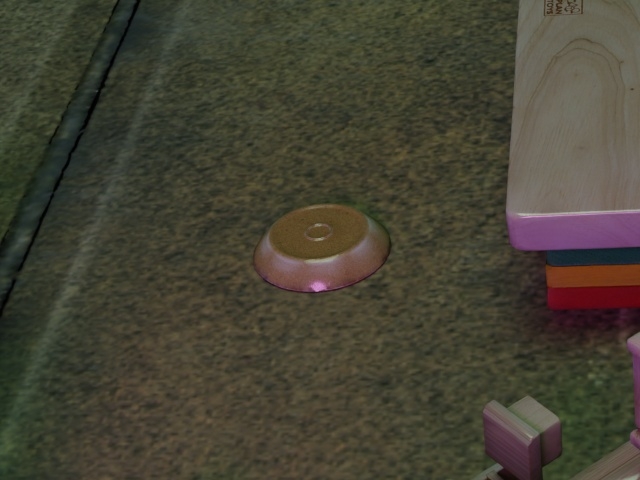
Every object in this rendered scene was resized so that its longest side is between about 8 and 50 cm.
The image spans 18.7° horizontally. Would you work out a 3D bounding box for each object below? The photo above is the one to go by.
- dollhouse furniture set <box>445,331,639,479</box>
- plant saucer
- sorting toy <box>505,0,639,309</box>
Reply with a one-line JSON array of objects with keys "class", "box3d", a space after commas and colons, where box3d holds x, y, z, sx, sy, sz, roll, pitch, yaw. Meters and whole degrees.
[{"class": "dollhouse furniture set", "box3d": [0.092, 0.106, 0.840, 0.101, 0.182, 0.161, -28, 39, -25]}, {"class": "plant saucer", "box3d": [0.000, 0.000, 1.163, 0.083, 0.015, 0.083, -6, 34, 4]}, {"class": "sorting toy", "box3d": [0.242, -0.055, 1.123, 0.255, 0.089, 0.257, -2, 35, 9]}]
